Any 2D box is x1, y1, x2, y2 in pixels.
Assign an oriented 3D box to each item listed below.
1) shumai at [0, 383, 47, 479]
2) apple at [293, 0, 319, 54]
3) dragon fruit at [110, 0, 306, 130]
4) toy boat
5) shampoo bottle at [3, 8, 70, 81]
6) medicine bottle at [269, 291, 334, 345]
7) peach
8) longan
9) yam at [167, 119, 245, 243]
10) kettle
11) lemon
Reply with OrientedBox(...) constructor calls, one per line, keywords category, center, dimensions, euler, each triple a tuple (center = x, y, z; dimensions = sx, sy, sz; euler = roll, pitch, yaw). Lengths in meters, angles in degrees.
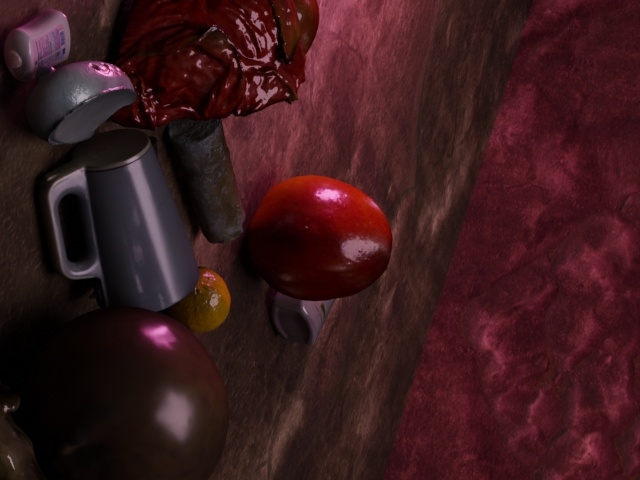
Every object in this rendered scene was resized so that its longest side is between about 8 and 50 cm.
OrientedBox(category="shumai", center=(-0.413, 0.320, 1.354), dimensions=(0.346, 0.217, 0.283), euler=(18, 85, -66))
OrientedBox(category="apple", center=(-0.094, -0.374, 1.880), dimensions=(0.168, 0.181, 0.181), euler=(-3, 105, -48))
OrientedBox(category="dragon fruit", center=(-0.193, -0.270, 1.714), dimensions=(0.330, 0.302, 0.240), euler=(-48, 179, -26))
OrientedBox(category="toy boat", center=(-0.322, -0.189, 1.470), dimensions=(0.079, 0.134, 0.207), euler=(55, 11, 2))
OrientedBox(category="shampoo bottle", center=(-0.364, -0.246, 1.424), dimensions=(0.099, 0.043, 0.072), euler=(-49, 152, -50))
OrientedBox(category="medicine bottle", center=(-0.004, 0.072, 2.420), dimensions=(0.161, 0.111, 0.296), euler=(78, 30, -46))
OrientedBox(category="peach", center=(0.000, 0.000, 2.168), dimensions=(0.245, 0.274, 0.249), euler=(-16, 110, -70))
OrientedBox(category="longan", center=(-0.272, 0.239, 1.541), dimensions=(0.319, 0.319, 0.319), euler=(11, 90, -69))
OrientedBox(category="yam", center=(-0.187, -0.106, 1.889), dimensions=(0.259, 0.093, 0.093), euler=(78, 31, -46))
OrientedBox(category="kettle", center=(-0.300, -0.021, 1.610), dimensions=(0.210, 0.160, 0.243), euler=(-29, 126, -27))
OrientedBox(category="lemon", center=(-0.208, 0.103, 1.912), dimensions=(0.133, 0.109, 0.109), euler=(75, 33, -56))
